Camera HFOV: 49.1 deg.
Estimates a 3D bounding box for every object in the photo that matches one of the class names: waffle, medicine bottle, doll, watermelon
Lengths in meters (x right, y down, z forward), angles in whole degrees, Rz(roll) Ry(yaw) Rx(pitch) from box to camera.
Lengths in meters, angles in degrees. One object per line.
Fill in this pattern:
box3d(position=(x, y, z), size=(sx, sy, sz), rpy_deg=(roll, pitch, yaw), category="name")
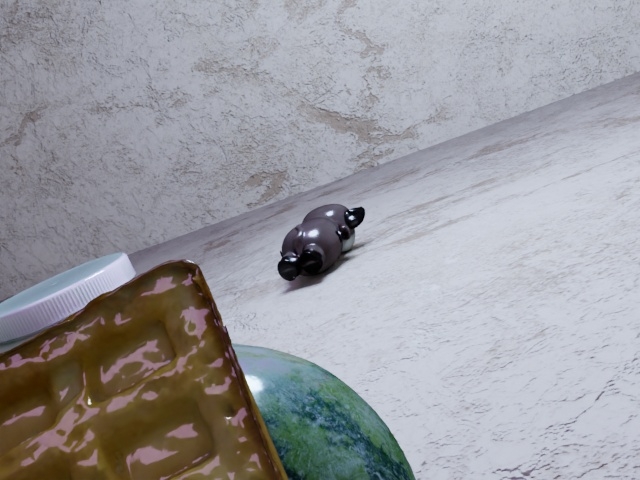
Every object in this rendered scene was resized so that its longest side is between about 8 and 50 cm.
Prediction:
box3d(position=(-0.145, 0.210, 0.453), size=(0.304, 0.348, 0.078), rpy_deg=(-27, -30, -7), category="waffle")
box3d(position=(-0.388, 0.178, 1.159), size=(0.252, 0.241, 0.252), rpy_deg=(-22, 11, 4), category="medicine bottle")
box3d(position=(-0.001, -0.001, 1.528), size=(0.181, 0.117, 0.257), rpy_deg=(-15, 14, 26), category="doll")
box3d(position=(-0.049, 0.202, 0.586), size=(0.255, 0.260, 0.176), rpy_deg=(-11, -11, -38), category="watermelon")
